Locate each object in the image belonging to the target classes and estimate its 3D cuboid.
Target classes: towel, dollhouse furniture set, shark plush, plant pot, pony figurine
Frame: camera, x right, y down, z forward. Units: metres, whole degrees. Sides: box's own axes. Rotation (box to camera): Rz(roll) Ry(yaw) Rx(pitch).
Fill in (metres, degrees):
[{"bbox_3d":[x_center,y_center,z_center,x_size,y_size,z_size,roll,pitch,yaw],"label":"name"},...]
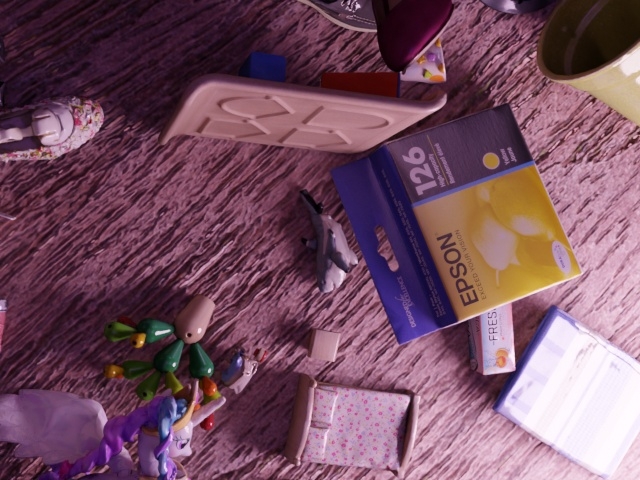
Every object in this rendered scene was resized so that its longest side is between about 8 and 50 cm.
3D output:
[{"bbox_3d":[0.438,0.259,1.681,0.285,0.034,0.209,33,85,-22],"label":"towel"},{"bbox_3d":[0.113,0.342,1.548,0.303,0.174,0.356,10,92,-16],"label":"dollhouse furniture set"},{"bbox_3d":[0.000,0.000,1.557,0.067,0.073,0.161,-20,105,18],"label":"shark plush"},{"bbox_3d":[0.532,-0.294,1.586,0.254,0.276,0.276,35,85,-26],"label":"plant pot"},{"bbox_3d":[-0.307,0.357,1.406,0.350,0.303,0.364,-3,117,-10],"label":"pony figurine"}]

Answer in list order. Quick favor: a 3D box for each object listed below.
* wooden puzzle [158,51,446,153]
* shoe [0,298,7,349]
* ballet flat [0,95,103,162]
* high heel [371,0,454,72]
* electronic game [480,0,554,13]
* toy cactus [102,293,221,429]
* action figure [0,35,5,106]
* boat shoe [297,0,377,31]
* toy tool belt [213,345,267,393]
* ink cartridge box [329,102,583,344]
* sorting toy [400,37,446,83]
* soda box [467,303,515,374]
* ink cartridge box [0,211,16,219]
[{"bbox_3d":[-0.039,-0.190,1.396,0.347,0.322,0.081,0,85,-15],"label":"wooden puzzle"},{"bbox_3d":[-0.540,0.118,1.416,0.177,0.063,0.081,5,88,-19],"label":"shoe"},{"bbox_3d":[-0.426,-0.151,1.421,0.240,0.077,0.091,-17,97,-13],"label":"ballet flat"},{"bbox_3d":[0.090,-0.376,1.422,0.181,0.377,0.127,40,118,-19],"label":"high heel"},{"bbox_3d":[0.320,-0.482,1.606,0.229,0.048,0.229,-4,103,-16],"label":"electronic game"},{"bbox_3d":[-0.218,0.167,1.499,0.219,0.112,0.181,36,66,-10],"label":"toy cactus"},{"bbox_3d":[-0.581,-0.240,1.364,0.284,0.099,0.186,0,107,-10],"label":"action figure"},{"bbox_3d":[0.024,-0.380,1.522,0.223,0.073,0.080,21,91,-14],"label":"boat shoe"},{"bbox_3d":[-0.125,0.191,1.535,0.051,0.052,0.083,33,105,-9],"label":"toy tool belt"},{"bbox_3d":[0.212,-0.031,1.563,0.307,0.072,0.304,-20,83,-14],"label":"ink cartridge box"},{"bbox_3d":[0.157,-0.287,1.587,0.075,0.045,0.083,-10,97,6],"label":"sorting toy"},{"bbox_3d":[0.275,0.123,1.630,0.058,0.063,0.183,-5,95,-12],"label":"soda box"},{"bbox_3d":[-0.530,-0.030,1.382,0.198,0.115,0.067,15,89,-15],"label":"ink cartridge box"}]
